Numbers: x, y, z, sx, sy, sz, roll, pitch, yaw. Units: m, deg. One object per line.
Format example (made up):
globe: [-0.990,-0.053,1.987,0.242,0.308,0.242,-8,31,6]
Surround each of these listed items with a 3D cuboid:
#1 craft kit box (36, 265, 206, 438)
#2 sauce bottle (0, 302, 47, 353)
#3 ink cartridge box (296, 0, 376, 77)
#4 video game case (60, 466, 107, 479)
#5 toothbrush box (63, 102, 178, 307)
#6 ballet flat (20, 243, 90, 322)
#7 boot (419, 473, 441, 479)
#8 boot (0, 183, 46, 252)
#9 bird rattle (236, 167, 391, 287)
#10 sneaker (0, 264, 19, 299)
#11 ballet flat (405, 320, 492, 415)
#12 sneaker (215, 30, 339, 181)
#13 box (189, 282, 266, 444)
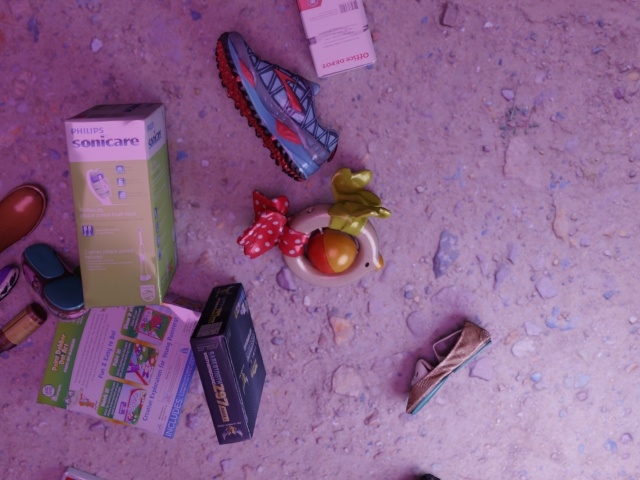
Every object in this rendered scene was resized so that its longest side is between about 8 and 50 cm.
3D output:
craft kit box: [-0.339,0.197,1.423,0.246,0.061,0.250,17,104,-10]
sauce bottle: [-0.529,0.160,1.408,0.128,0.042,0.042,-37,104,9]
ink cartridge box: [0.024,-0.336,1.293,0.099,0.056,0.135,-15,105,1]
video game case: [-0.432,0.580,1.537,0.204,0.025,0.285,24,103,-9]
toothbrush box: [-0.301,-0.061,1.274,0.122,0.206,0.283,-1,106,-2]
ballet flat: [-0.423,0.084,1.323,0.076,0.221,0.079,-19,127,-33]
boot: [0.112,0.523,1.494,0.348,0.131,0.260,35,108,-22]
boot: [-0.525,-0.001,1.305,0.197,0.152,0.073,-44,103,9]
bird rattle: [0.000,0.000,1.354,0.253,0.143,0.207,-23,122,6]
sneaker: [-0.583,0.091,1.374,0.170,0.068,0.071,-35,99,7]
ballet flat: [0.214,0.222,1.462,0.206,0.073,0.067,-45,76,6]
sneaker: [-0.066,-0.229,1.313,0.125,0.104,0.262,-38,105,-16]
box: [-0.145,0.194,1.339,0.059,0.233,0.183,-11,106,6]
